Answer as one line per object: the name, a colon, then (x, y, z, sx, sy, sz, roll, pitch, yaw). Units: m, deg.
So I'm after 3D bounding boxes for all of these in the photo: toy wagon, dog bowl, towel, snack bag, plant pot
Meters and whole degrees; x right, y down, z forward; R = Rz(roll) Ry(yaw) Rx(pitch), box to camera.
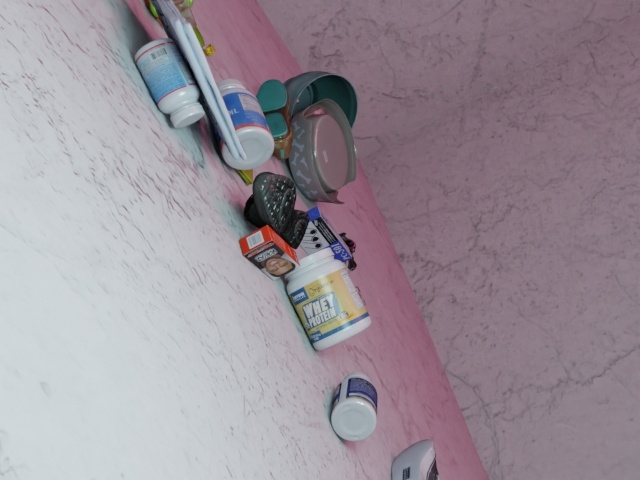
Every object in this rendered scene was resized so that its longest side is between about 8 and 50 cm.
toy wagon: (-0.376, -0.596, 1.795, 0.344, 0.068, 0.267, 60, 11, -18)
dog bowl: (0.006, -0.285, 2.419, 0.349, 0.102, 0.348, 23, 64, -60)
towel: (-0.208, -0.234, 1.837, 0.102, 0.021, 0.237, 49, 18, -33)
snack bag: (-0.262, -0.362, 1.528, 0.342, 0.037, 0.323, 55, -10, 51)
plant pot: (-0.040, -0.472, 2.596, 0.196, 0.293, 0.293, 36, -11, 44)

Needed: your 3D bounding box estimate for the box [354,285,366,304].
box: (0.057, 0.161, 1.992, 0.063, 0.067, 0.324, 65, 10, 10)

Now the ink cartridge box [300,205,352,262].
ink cartridge box: (0.000, 0.000, 2.026, 0.207, 0.097, 0.046, 51, 16, -45)

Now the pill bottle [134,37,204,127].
pill bottle: (-0.291, -0.306, 1.434, 0.160, 0.087, 0.087, 63, 11, 2)

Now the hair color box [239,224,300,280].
hair color box: (-0.105, 0.028, 1.543, 0.141, 0.072, 0.043, 45, 20, -56)

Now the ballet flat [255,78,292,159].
ballet flat: (-0.137, -0.367, 2.286, 0.342, 0.116, 0.124, -105, -176, -47)

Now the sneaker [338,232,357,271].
sneaker: (0.087, 0.038, 2.392, 0.178, 0.077, 0.072, 50, 18, -51)

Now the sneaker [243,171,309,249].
sneaker: (-0.115, -0.067, 1.589, 0.286, 0.130, 0.109, 70, 42, -65)

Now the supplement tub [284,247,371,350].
supplement tub: (0.012, 0.131, 1.645, 0.199, 0.144, 0.144, 63, 11, 6)

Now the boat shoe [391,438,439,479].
boat shoe: (0.234, 0.572, 1.723, 0.102, 0.108, 0.301, 62, 13, -4)

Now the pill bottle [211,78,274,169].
pill bottle: (-0.193, -0.279, 1.721, 0.124, 0.124, 0.221, 50, 12, -48)

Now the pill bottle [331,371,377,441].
pill bottle: (0.075, 0.345, 1.556, 0.094, 0.094, 0.169, 61, 11, -10)
